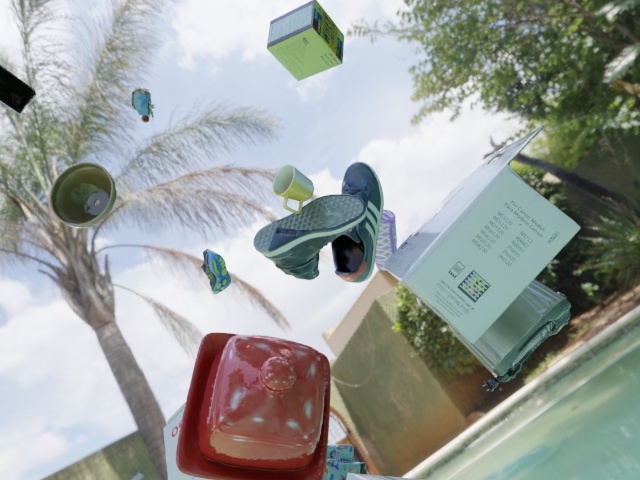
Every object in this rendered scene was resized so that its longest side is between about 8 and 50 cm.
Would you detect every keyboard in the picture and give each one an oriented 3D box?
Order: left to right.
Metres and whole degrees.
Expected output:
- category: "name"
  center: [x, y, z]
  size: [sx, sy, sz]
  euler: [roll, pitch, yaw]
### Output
- category: "keyboard"
  center: [-0.714, -0.338, 1.044]
  size: [0.192, 0.100, 0.038]
  euler: [38, -37, -29]

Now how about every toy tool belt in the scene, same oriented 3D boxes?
- category: "toy tool belt"
  center: [-0.405, -0.308, 1.142]
  size: [0.052, 0.051, 0.083]
  euler: [-10, -63, -21]

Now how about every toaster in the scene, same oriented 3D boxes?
- category: "toaster"
  center: [0.346, 0.157, 0.945]
  size: [0.227, 0.146, 0.129]
  euler: [-46, -35, 0]

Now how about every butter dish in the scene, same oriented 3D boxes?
- category: "butter dish"
  center: [-0.054, 0.158, 0.516]
  size: [0.159, 0.160, 0.118]
  euler: [14, -40, -11]

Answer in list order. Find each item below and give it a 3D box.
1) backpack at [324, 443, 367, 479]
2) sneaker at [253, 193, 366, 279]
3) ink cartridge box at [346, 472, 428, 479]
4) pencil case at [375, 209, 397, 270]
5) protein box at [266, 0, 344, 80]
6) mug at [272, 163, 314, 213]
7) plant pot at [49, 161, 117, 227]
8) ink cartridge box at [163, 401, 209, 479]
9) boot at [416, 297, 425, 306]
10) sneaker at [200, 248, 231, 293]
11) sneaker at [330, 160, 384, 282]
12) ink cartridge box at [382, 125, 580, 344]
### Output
- category: "backpack"
  center: [-0.008, 0.685, 1.405]
  size: [0.253, 0.191, 0.225]
  euler: [1, -39, -21]
- category: "sneaker"
  center: [-0.001, -0.001, 1.004]
  size: [0.226, 0.086, 0.163]
  euler: [-20, -34, 10]
- category: "ink cartridge box"
  center: [0.176, 0.553, 1.032]
  size: [0.219, 0.093, 0.160]
  euler: [17, -17, -24]
- category: "pencil case"
  center: [0.207, 0.004, 1.585]
  size: [0.086, 0.088, 0.206]
  euler: [-25, -57, -18]
- category: "protein box"
  center: [-0.051, -0.717, 1.800]
  size: [0.201, 0.136, 0.199]
  euler: [-10, -26, 32]
- category: "mug"
  center: [-0.049, -0.094, 0.927]
  size: [0.064, 0.062, 0.078]
  euler: [23, -85, -40]
- category: "plant pot"
  center: [-0.822, -0.150, 1.773]
  size: [0.237, 0.237, 0.110]
  euler: [-34, -17, -4]
- category: "ink cartridge box"
  center: [-0.174, 0.490, 1.058]
  size: [0.279, 0.385, 0.160]
  euler: [-45, -51, 14]
- category: "boot"
  center: [0.358, 0.146, 1.389]
  size: [0.152, 0.073, 0.197]
  euler: [-3, 1, -9]
- category: "sneaker"
  center: [-0.326, 0.096, 1.543]
  size: [0.067, 0.078, 0.188]
  euler: [-33, -36, -28]
- category: "sneaker"
  center: [0.094, -0.054, 1.394]
  size: [0.131, 0.350, 0.148]
  euler: [-2, -3, 27]
- category: "ink cartridge box"
  center: [0.243, -0.009, 0.774]
  size: [0.272, 0.130, 0.309]
  euler: [-48, -2, 3]
